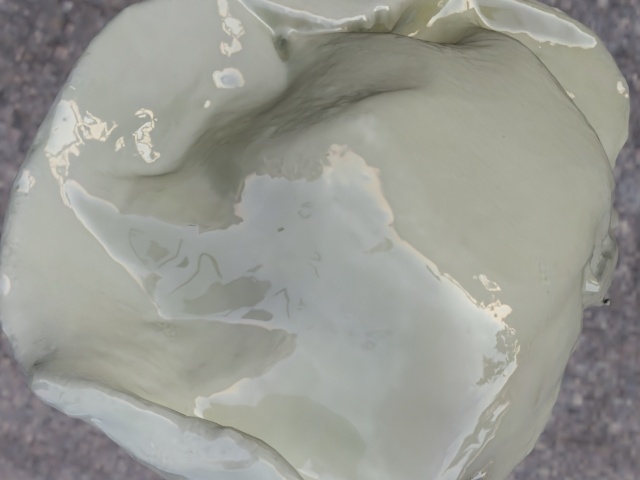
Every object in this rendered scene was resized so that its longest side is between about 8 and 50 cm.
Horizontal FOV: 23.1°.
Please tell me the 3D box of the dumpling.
[{"bbox_3d":[0.000,0.000,0.646,0.243,0.318,0.187,36,140,-8],"label":"dumpling"}]
